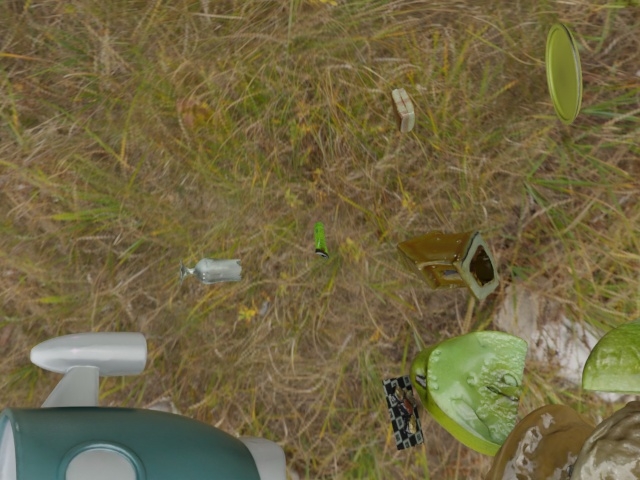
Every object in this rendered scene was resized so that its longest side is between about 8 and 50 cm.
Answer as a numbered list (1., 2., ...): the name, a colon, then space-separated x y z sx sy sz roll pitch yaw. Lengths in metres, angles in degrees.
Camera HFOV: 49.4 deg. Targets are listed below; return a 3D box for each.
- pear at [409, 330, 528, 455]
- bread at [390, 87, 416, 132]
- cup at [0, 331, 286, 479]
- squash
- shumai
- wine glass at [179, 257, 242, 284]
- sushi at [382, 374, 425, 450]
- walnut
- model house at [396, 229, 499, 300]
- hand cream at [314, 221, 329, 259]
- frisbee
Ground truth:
1. pear: 0.402 0.416 1.971 0.318 0.342 0.238 19 146 3
2. bread: 0.197 -0.299 1.626 0.043 0.062 0.109 -18 113 -4
3. cup: -0.112 0.183 0.436 0.173 0.300 0.167 6 135 -30
4. squash: 0.475 0.144 0.838 0.288 0.203 0.111 -2 74 25
5. shumai: 0.572 0.407 1.085 0.314 0.262 0.267 -3 107 -41
6. wine glass: -0.145 0.042 0.918 0.083 0.039 0.042 -1 107 -15
7. sushi: 0.245 0.479 1.942 0.031 0.139 0.201 -22 74 38
8. walnut: 0.546 0.595 1.595 0.383 0.383 0.384 -1 110 -2
9. model house: 0.341 0.079 1.913 0.239 0.173 0.268 -2 142 32
10. hand cream: 0.000 0.000 1.557 0.036 0.122 0.023 27 117 -21
11. frisbee: 0.566 -0.388 1.621 0.017 0.236 0.236 -10 110 4
